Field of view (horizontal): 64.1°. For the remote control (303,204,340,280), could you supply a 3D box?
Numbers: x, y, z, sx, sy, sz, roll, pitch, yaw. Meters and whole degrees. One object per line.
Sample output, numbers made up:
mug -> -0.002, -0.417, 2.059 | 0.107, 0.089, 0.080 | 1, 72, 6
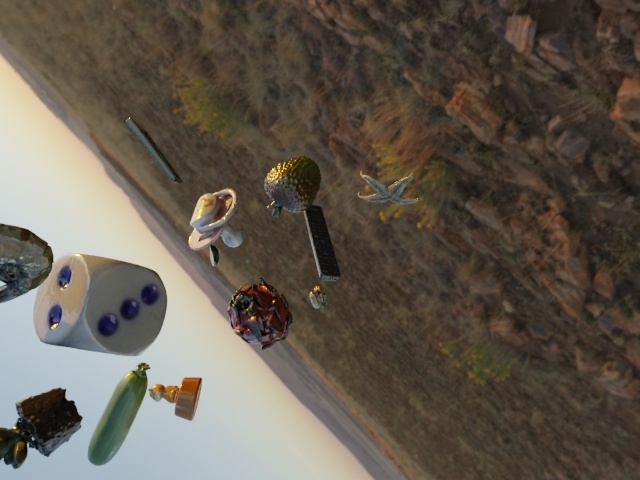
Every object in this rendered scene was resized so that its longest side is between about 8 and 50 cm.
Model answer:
remote control -> 0.000, 0.000, 1.367 | 0.025, 0.063, 0.245 | 123, 143, -45

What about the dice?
dice -> -0.615, 0.185, 1.443 | 0.243, 0.252, 0.259 | -1, 163, 33

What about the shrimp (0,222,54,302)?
shrimp -> -0.743, 0.092, 1.080 | 0.071, 0.364, 0.233 | 57, 179, 35

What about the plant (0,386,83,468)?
plant -> -0.743, 0.491, 1.269 | 0.149, 0.274, 0.147 | 28, 122, 25

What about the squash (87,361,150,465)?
squash -> -0.661, 0.577, 1.669 | 0.107, 0.395, 0.107 | 27, -174, -3

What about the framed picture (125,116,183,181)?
framed picture -> -0.457, -0.243, 1.435 | 0.192, 0.018, 0.265 | 54, 174, -10

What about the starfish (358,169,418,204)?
starfish -> 0.225, -0.181, 1.808 | 0.247, 0.050, 0.138 | 5, 137, 32

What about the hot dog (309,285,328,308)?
hot dog -> -0.004, 0.197, 1.724 | 0.041, 0.056, 0.133 | 29, 159, 23

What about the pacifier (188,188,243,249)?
pacifier -> -0.452, -0.082, 2.216 | 0.220, 0.332, 0.273 | 4, 139, 3

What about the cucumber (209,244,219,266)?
cucumber -> -0.434, 0.068, 2.107 | 0.107, 0.035, 0.067 | -121, 34, -54

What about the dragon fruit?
dragon fruit -> -0.190, 0.219, 1.552 | 0.193, 0.192, 0.274 | 1, 152, 37

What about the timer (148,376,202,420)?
timer -> -0.454, 0.477, 1.577 | 0.152, 0.132, 0.132 | 11, 169, -6

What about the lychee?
lychee -> -0.061, -0.113, 1.087 | 0.114, 0.146, 0.114 | 42, -177, -2
